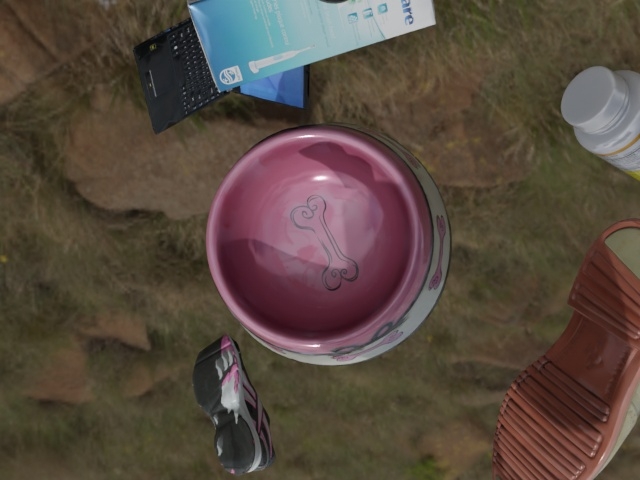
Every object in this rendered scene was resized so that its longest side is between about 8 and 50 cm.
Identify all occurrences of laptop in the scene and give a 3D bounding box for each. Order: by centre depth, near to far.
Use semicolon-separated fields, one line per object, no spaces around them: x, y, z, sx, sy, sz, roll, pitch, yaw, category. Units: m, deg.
-0.162;-0.278;1.474;0.264;0.136;0.234;-33;156;-18;laptop

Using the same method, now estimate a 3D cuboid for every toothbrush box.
-0.023;-0.335;1.118;0.295;0.216;0.126;-16;127;0;toothbrush box

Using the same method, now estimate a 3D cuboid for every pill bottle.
0.426;-0.152;1.143;0.215;0.117;0.117;23;134;-31;pill bottle

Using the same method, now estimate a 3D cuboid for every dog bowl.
0.000;0.000;1.345;0.408;0.408;0.150;-20;172;9;dog bowl

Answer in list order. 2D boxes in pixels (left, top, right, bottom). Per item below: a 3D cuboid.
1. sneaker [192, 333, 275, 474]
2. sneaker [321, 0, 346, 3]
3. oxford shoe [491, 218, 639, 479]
-0.103;0.207;1.053;0.072;0.178;0.077;-25;151;20;sneaker
0.060;-0.378;0.847;0.125;0.140;0.341;31;129;-5;sneaker
0.327;0.161;0.962;0.146;0.140;0.397;1;124;-38;oxford shoe
